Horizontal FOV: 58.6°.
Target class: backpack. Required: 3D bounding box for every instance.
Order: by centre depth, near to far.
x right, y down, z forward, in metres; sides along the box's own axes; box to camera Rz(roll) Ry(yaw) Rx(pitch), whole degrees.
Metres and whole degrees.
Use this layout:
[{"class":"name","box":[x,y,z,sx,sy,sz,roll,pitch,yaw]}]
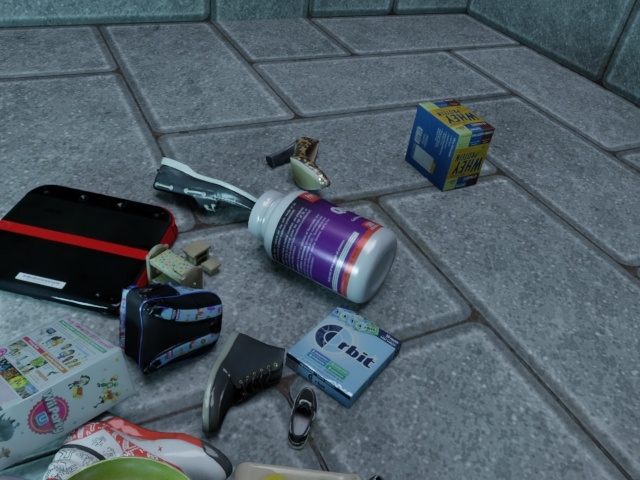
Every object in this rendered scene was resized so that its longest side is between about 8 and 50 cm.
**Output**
[{"class":"backpack","box":[-0.279,0.154,1.087,0.173,0.158,0.117,-8,21,-41]}]

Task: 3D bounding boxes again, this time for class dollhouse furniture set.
[{"class":"dollhouse furniture set","box":[-0.253,0.066,1.238,0.182,0.101,0.161,28,42,23]}]

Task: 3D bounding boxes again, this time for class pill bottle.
[{"class":"pill bottle","box":[0.000,0.000,1.306,0.323,0.181,0.181,26,41,21]}]

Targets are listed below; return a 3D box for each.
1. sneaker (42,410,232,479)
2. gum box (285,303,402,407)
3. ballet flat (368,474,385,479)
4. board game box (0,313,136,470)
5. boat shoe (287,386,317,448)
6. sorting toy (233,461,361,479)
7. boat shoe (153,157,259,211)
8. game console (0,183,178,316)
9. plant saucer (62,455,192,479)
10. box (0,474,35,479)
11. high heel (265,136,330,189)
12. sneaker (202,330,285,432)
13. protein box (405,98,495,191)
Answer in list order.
[{"class":"sneaker","box":[-0.282,0.363,0.870,0.270,0.090,0.145,13,39,12]},{"class":"gum box","box":[0.048,0.225,1.144,0.157,0.041,0.184,29,43,25]},{"class":"ballet flat","box":[0.110,0.444,0.871,0.058,0.049,0.173,-11,42,-22]},{"class":"board game box","box":[-0.490,0.248,0.908,0.303,0.097,0.224,-28,28,-37]},{"class":"boat shoe","box":[-0.032,0.310,1.023,0.046,0.038,0.125,14,38,7]},{"class":"sorting toy","box":[-0.038,0.432,0.867,0.209,0.038,0.193,6,38,-3]},{"class":"boat shoe","box":[-0.294,-0.122,1.483,0.303,0.091,0.114,22,-4,18]},{"class":"game console","box":[-0.555,0.011,1.299,0.387,0.060,0.341,11,43,5]},{"class":"plant saucer","box":[-0.248,0.395,0.707,0.241,0.037,0.240,13,47,-15]},{"class":"box","box":[-0.286,0.386,0.780,0.324,0.067,0.063,16,76,-12]},{"class":"high heel","box":[-0.013,-0.235,1.668,0.186,0.093,0.261,-30,43,-30]},{"class":"sneaker","box":[-0.135,0.256,1.035,0.118,0.083,0.222,12,37,3]},{"class":"protein box","box":[0.387,-0.292,1.736,0.136,0.199,0.201,-14,44,-26]}]
